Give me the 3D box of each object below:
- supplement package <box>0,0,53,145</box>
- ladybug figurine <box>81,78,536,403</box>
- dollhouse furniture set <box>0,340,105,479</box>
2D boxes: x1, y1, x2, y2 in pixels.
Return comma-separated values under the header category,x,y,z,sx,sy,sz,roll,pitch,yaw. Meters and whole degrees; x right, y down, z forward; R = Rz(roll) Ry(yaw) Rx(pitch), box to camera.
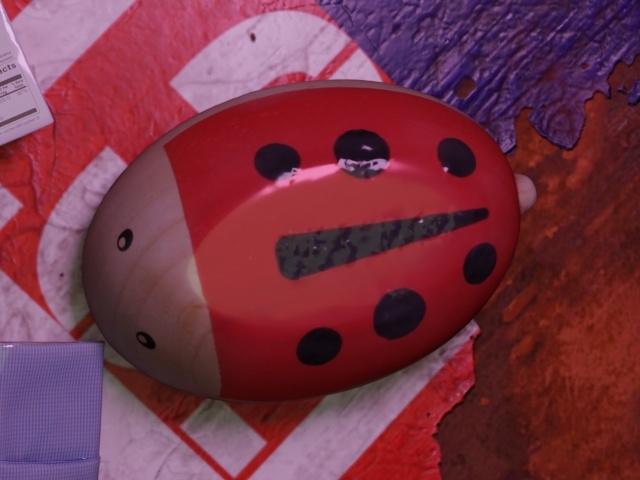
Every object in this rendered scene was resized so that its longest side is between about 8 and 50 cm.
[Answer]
category,x,y,z,sx,sy,sz,roll,pitch,yaw
supplement package,-0.389,-0.117,1.502,0.262,0.204,0.145,-24,98,-10
ladybug figurine,0.000,0.000,1.617,0.449,0.162,0.305,-17,96,-12
dollhouse furniture set,-0.257,0.140,1.508,0.303,0.198,0.286,5,89,-41
